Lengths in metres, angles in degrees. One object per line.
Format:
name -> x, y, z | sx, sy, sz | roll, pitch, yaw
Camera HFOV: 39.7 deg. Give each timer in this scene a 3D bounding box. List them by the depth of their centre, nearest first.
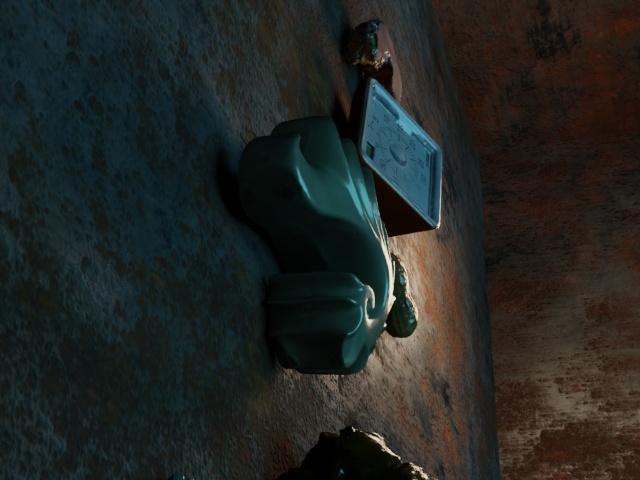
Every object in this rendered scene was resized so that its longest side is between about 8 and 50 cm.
timer -> 0.127, -0.167, 1.790 | 0.250, 0.161, 0.258 | 56, 30, -37

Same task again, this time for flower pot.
flower pot -> 0.000, 0.000, 1.288 | 0.254, 0.164, 0.368 | -55, 135, -59

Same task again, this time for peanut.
peanut -> 0.156, 0.113, 1.874 | 0.089, 0.089, 0.193 | -50, 130, -68

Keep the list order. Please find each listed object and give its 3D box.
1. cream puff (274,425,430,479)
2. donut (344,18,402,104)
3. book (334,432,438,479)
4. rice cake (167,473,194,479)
cream puff -> 0.038, 0.366, 1.171 | 0.269, 0.241, 0.155 | -122, -168, -51
donut -> 0.120, -0.383, 1.974 | 0.199, 0.085, 0.233 | -75, 152, -50
book -> 0.107, 0.428, 1.303 | 0.322, 0.018, 0.229 | 3, -81, 63
rice cake -> -0.123, 0.348, 0.937 | 0.211, 0.038, 0.124 | 64, 25, -45
